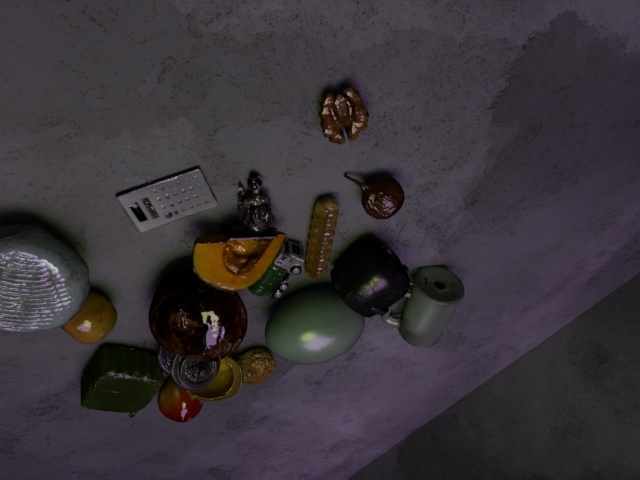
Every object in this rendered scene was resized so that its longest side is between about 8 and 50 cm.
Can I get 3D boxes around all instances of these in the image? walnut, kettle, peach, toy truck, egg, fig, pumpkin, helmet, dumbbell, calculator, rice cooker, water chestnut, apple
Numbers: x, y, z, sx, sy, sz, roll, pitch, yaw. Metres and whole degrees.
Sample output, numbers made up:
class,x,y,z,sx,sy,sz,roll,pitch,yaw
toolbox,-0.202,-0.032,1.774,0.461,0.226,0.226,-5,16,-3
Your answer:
class,x,y,z,sx,sy,sz,roll,pitch,yaw
walnut,0.063,-0.358,1.464,0.142,0.069,0.170,-17,135,-4
kettle,0.429,0.287,2.163,0.264,0.205,0.318,-8,138,-19
peach,-0.568,0.655,2.113,0.197,0.197,0.198,-12,136,-12
toy truck,-0.157,0.105,1.813,0.124,0.101,0.243,23,124,-24
egg,-0.020,0.326,1.955,0.388,0.276,0.276,-11,136,-13
fig,0.174,-0.162,1.669,0.146,0.134,0.201,-46,124,11
pumpkin,-0.268,0.060,1.640,0.311,0.148,0.170,-7,103,-26
helmet,-0.425,0.529,2.078,0.256,0.140,0.206,2,94,5
dumbbell,-0.484,0.433,1.889,0.191,0.289,0.192,-7,102,-33
calculator,-0.452,-0.118,1.522,0.261,0.021,0.161,-21,137,-3
rice cooker,0.188,0.134,1.879,0.224,0.267,0.267,-42,134,16
water chestnut,-0.388,0.232,1.720,0.349,0.302,0.351,7,113,16
apple,-0.747,0.242,1.654,0.155,0.182,0.183,-46,141,-19

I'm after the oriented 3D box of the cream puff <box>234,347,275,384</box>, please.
class,x,y,z,sx,sy,sz,roll,pitch,yaw
cream puff,-0.281,0.536,2.165,0.188,0.130,0.189,-14,135,-14

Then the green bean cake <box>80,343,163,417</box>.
class,x,y,z,sx,sy,sz,roll,pitch,yaw
green bean cake,-0.745,0.523,1.935,0.249,0.156,0.247,19,122,-35

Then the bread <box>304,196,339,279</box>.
class,x,y,z,sx,sy,sz,roll,pitch,yaw
bread,0.001,0.001,1.788,0.084,0.077,0.368,-7,136,-18

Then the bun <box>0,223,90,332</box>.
class,x,y,z,sx,sy,sz,roll,pitch,yaw
bun,-0.832,0.096,1.447,0.354,0.194,0.355,-10,128,-13

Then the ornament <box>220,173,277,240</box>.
class,x,y,z,sx,sy,sz,roll,pitch,yaw
ornament,-0.213,-0.115,1.591,0.166,0.153,0.196,-3,110,-21
